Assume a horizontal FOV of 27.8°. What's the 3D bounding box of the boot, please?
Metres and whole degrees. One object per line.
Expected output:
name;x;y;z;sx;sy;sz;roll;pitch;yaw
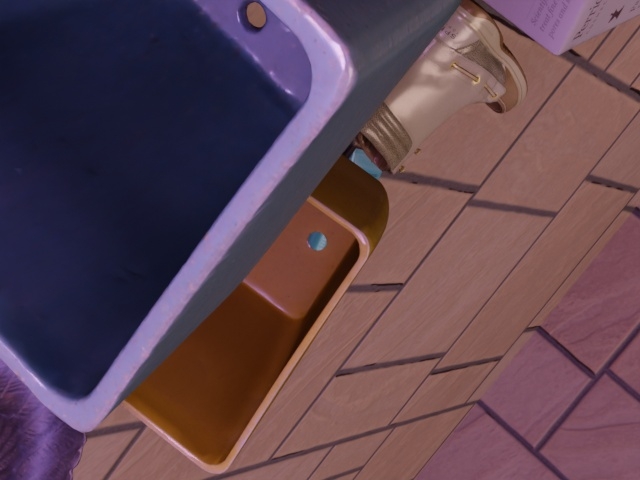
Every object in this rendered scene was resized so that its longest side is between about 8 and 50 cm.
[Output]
boot;0.108;-0.131;1.221;0.165;0.077;0.213;-49;155;2

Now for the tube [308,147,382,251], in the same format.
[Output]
tube;0.000;0.000;1.289;0.207;0.052;0.080;-58;163;13

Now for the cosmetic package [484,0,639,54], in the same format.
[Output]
cosmetic package;0.215;-0.274;1.063;0.184;0.151;0.151;-30;152;-40

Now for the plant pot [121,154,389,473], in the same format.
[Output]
plant pot;-0.070;-0.003;0.935;0.212;0.212;0.187;-57;172;24

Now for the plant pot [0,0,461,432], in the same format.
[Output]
plant pot;-0.071;-0.113;0.621;0.252;0.247;0.248;-36;168;-52

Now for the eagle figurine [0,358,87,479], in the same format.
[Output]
eagle figurine;-0.299;0.192;0.831;0.298;0.226;0.225;-18;124;-46
